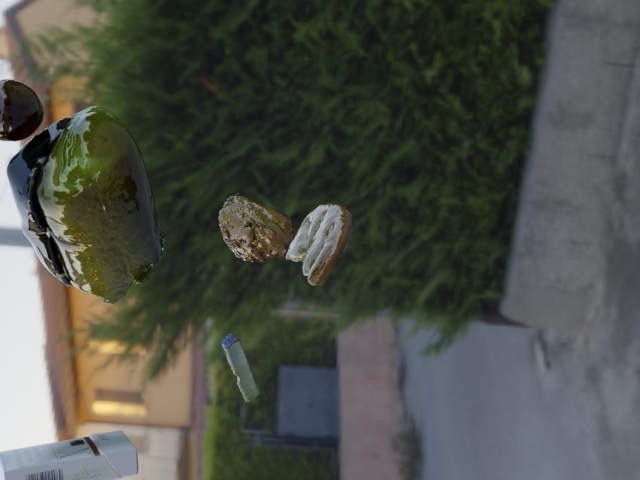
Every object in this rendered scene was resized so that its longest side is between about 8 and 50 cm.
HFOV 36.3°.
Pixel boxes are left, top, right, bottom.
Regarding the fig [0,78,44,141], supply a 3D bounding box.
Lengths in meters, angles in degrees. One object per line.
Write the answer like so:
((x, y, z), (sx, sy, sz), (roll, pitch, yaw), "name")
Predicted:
((-0.524, -0.224, 1.692), (0.103, 0.109, 0.154), (64, -156, 2), "fig")

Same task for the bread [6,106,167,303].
((-0.422, -0.059, 1.825), (0.251, 0.208, 0.376), (-43, -30, -27), "bread")

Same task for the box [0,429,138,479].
((-0.304, 0.269, 1.175), (0.084, 0.154, 0.040), (-174, 79, -66), "box")

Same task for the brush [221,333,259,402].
((-0.144, 0.229, 1.740), (0.030, 0.033, 0.178), (35, 153, 34), "brush")

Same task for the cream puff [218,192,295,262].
((-0.110, -0.016, 1.628), (0.104, 0.133, 0.119), (-62, 20, 4), "cream puff")

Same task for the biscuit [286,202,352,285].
((0.003, -0.003, 1.888), (0.154, 0.045, 0.299), (-55, 15, 1), "biscuit")
